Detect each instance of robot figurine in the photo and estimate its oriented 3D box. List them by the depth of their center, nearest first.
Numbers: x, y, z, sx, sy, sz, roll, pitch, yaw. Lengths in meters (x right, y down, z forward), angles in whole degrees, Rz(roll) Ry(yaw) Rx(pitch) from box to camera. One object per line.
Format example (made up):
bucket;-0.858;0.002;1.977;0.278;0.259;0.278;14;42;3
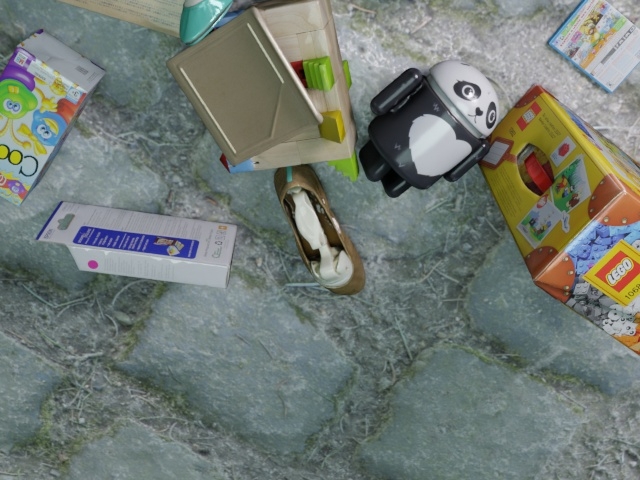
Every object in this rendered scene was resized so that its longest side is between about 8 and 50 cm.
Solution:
robot figurine;0.202;-0.206;1.461;0.278;0.209;0.174;-41;73;19

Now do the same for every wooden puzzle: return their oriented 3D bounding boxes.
wooden puzzle;-0.131;-0.261;1.360;0.238;0.044;0.221;-19;111;38

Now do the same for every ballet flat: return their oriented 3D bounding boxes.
ballet flat;-0.175;-0.444;1.334;0.247;0.083;0.087;-52;131;-16
ballet flat;0.000;0.000;1.597;0.116;0.124;0.342;-18;116;9

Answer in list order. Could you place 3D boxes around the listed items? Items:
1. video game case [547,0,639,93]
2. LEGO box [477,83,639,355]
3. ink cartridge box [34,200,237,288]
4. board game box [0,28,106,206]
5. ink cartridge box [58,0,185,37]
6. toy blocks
video game case;0.527;-0.370;1.470;0.166;0.015;0.119;32;113;-16
LEGO box;0.507;-0.028;1.376;0.372;0.500;0.193;33;113;-17
ink cartridge box;-0.358;0.006;1.567;0.370;0.176;0.069;10;118;-5
board game box;-0.543;-0.228;1.462;0.142;0.144;0.275;33;112;-15
ink cartridge box;-0.325;-0.483;1.363;0.234;0.088;0.193;16;115;-8
toy blocks;-0.090;-0.284;1.437;0.260;0.191;0.382;-6;118;15
